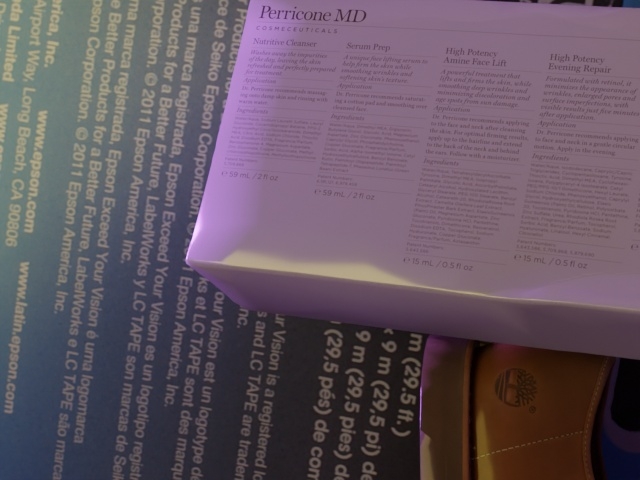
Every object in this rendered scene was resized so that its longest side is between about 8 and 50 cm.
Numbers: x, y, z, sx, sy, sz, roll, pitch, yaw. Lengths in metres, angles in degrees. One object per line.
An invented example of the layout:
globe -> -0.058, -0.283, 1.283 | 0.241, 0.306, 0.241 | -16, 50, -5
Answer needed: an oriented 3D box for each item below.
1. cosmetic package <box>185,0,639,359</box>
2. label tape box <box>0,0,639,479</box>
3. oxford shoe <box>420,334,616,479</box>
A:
cosmetic package -> 0.086, -0.017, 0.466 | 0.239, 0.060, 0.099 | 7, 75, 21
label tape box -> 0.000, 0.000, 0.607 | 0.348, 0.115, 0.249 | 10, 99, 10
oxford shoe -> 0.075, 0.136, 0.502 | 0.076, 0.076, 0.212 | -2, 89, 10
